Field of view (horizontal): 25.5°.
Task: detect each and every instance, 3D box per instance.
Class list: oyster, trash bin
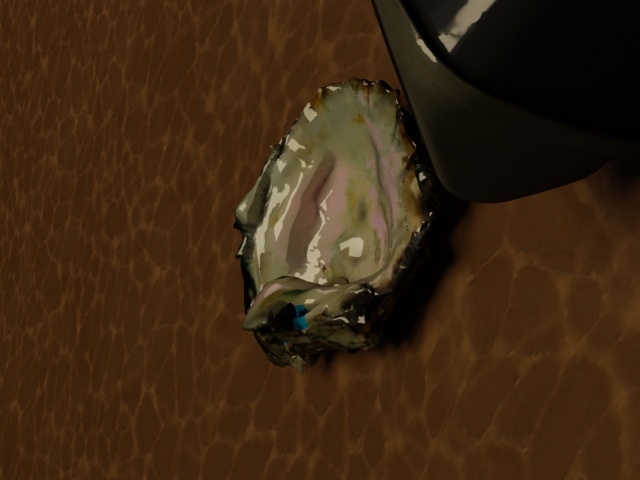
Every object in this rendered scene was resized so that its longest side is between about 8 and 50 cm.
[{"bbox_3d":[0.008,0.001,1.043,0.260,0.092,0.198,-54,36,27],"label":"oyster"},{"bbox_3d":[0.136,-0.176,0.746,0.290,0.182,0.209,-51,38,36],"label":"trash bin"}]
